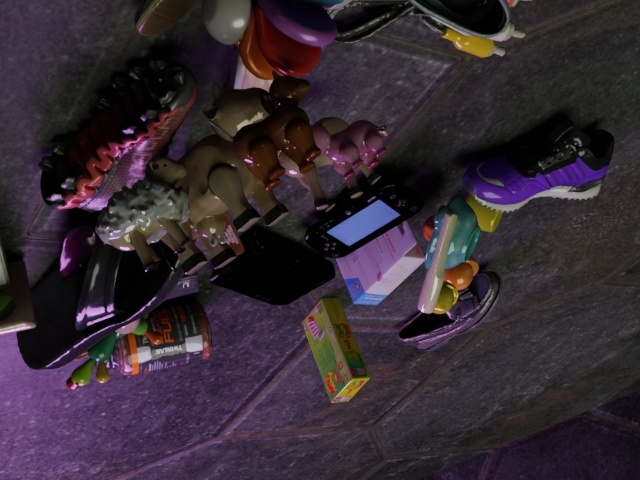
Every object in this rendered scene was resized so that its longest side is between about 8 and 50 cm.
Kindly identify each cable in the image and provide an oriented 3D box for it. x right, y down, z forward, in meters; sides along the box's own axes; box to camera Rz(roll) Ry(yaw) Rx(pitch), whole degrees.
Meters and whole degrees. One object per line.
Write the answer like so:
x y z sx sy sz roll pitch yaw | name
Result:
0.142 -0.297 1.202 0.287 0.072 0.139 -6 140 -25 | cable

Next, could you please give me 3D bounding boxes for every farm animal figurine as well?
-0.094 -0.099 1.162 0.326 0.172 0.330 -34 168 9 | farm animal figurine

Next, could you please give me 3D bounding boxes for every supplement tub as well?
-0.294 0.174 1.630 0.197 0.106 0.106 -11 148 -20 | supplement tub

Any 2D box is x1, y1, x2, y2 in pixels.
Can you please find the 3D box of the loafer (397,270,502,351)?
0.268 0.152 1.974 0.084 0.096 0.267 12 138 -35 | loafer

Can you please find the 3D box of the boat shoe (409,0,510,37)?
0.111 -0.334 1.063 0.116 0.099 0.319 -42 134 20 | boat shoe

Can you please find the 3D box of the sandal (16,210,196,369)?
-0.330 0.058 1.356 0.445 0.168 0.107 -40 151 30 | sandal

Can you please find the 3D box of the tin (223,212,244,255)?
-0.155 -0.044 1.379 0.040 0.106 0.190 -27 151 -6 | tin

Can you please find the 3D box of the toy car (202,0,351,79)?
-0.035 -0.262 1.079 0.159 0.136 0.182 3 141 -35 | toy car

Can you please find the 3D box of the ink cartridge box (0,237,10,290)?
-0.512 -0.025 1.190 0.188 0.097 0.255 -12 146 -17 | ink cartridge box

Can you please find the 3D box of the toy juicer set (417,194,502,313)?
0.200 0.024 1.570 0.329 0.089 0.209 -15 127 -66 | toy juicer set

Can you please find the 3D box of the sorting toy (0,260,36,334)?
-0.500 0.085 1.297 0.193 0.208 0.038 -12 117 -17 | sorting toy

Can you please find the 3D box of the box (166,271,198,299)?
-0.231 0.042 1.483 0.062 0.083 0.052 -13 149 -14 | box

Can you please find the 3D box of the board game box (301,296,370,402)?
0.028 0.210 1.817 0.043 0.181 0.092 0 143 -33 | board game box

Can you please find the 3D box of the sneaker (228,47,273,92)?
-0.087 -0.195 1.235 0.070 0.051 0.134 -3 141 -20 | sneaker

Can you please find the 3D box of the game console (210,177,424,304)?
0.000 0.000 1.582 0.361 0.044 0.213 -32 148 25 | game console

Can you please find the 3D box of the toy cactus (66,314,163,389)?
-0.312 0.140 1.481 0.219 0.112 0.180 -44 -179 -28 | toy cactus

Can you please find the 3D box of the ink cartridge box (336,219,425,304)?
0.115 0.021 1.650 0.061 0.104 0.181 8 138 -40 | ink cartridge box

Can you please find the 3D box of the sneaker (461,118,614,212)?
0.374 -0.141 1.584 0.293 0.102 0.146 -9 141 -27 | sneaker

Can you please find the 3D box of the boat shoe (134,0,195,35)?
-0.159 -0.292 1.040 0.152 0.049 0.056 -43 162 25 | boat shoe

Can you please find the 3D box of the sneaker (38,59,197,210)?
-0.236 -0.126 1.205 0.276 0.098 0.135 -38 146 29 | sneaker
